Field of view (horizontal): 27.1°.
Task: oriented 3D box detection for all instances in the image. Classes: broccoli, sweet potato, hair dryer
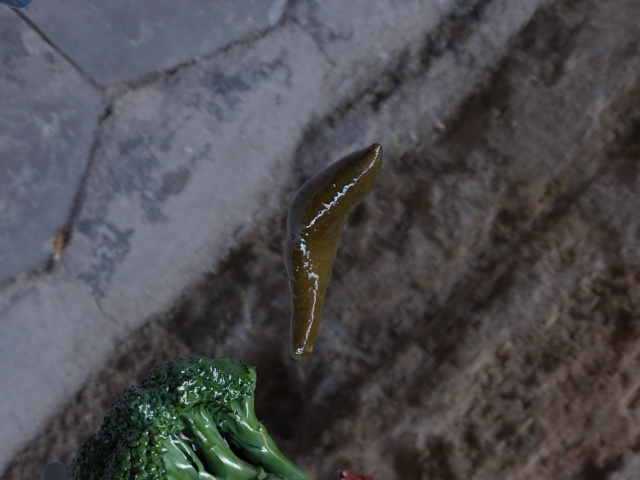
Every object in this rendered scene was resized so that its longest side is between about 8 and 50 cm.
[{"bbox_3d":[-0.135,0.251,1.340,0.241,0.269,0.261,16,97,-5],"label":"broccoli"},{"bbox_3d":[-0.003,-0.001,1.736,0.079,0.108,0.346,2,124,-25],"label":"sweet potato"},{"bbox_3d":[-0.303,0.348,1.888,0.194,0.173,0.050,-15,109,-9],"label":"hair dryer"}]

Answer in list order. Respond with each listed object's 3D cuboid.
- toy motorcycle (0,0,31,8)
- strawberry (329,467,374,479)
[{"bbox_3d":[-0.294,-0.390,1.448,0.416,0.172,0.232,-33,99,-45],"label":"toy motorcycle"},{"bbox_3d":[0.001,0.364,1.468,0.111,0.190,0.236,-4,153,-23],"label":"strawberry"}]
